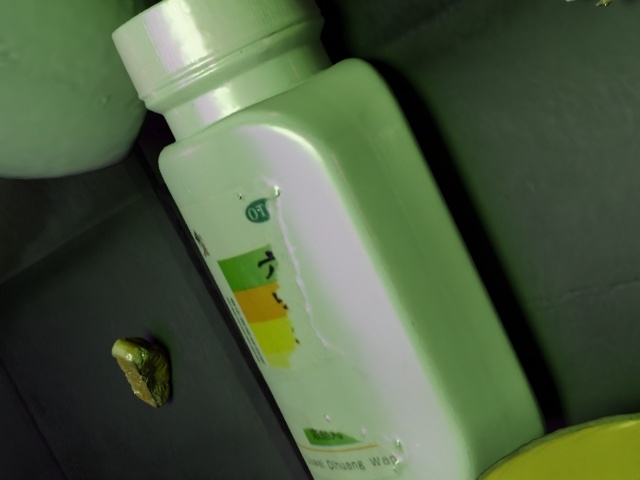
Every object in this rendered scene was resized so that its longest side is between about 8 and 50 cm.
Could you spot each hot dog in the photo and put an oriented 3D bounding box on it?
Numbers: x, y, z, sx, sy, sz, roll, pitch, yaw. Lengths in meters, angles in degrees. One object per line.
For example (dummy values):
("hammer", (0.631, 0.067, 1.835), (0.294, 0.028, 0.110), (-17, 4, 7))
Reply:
("hot dog", (-0.140, 0.102, 1.005), (0.030, 0.034, 0.090), (28, 156, 24))

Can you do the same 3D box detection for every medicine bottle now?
("medicine bottle", (0.000, 0.000, 0.672), (0.161, 0.111, 0.296), (-12, 104, 56))

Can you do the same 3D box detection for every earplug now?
("earplug", (-0.210, -0.183, 0.772), (0.325, 0.175, 0.214), (61, 152, 15))

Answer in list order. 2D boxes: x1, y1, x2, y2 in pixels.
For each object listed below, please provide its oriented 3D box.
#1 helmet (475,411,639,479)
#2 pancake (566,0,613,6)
("helmet", (0.152, 0.214, 0.523), (0.140, 0.205, 0.257), (-35, -76, -80))
("pancake", (0.101, -0.191, 0.437), (0.266, 0.057, 0.244), (21, 132, 42))
